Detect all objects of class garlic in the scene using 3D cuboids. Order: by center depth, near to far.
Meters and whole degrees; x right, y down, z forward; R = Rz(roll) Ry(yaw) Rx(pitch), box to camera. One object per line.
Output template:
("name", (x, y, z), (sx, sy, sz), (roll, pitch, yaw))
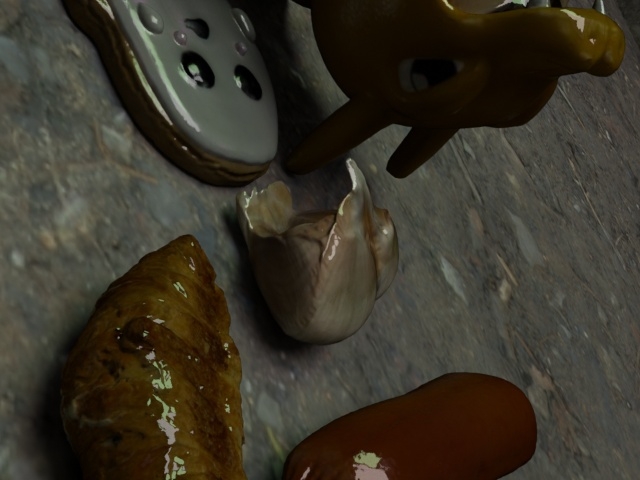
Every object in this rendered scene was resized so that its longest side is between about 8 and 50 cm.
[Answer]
("garlic", (0.010, 0.007, 0.730), (0.174, 0.099, 0.124), (-22, 96, -62))

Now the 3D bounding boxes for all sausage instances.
("sausage", (0.075, 0.150, 0.698), (0.300, 0.083, 0.089), (-7, 80, -59))

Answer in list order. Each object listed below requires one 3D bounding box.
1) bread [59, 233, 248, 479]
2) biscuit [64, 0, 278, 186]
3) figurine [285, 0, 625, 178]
("bread", (-0.086, 0.091, 0.506), (0.105, 0.076, 0.233), (49, 20, -42))
("biscuit", (-0.097, -0.140, 0.752), (0.208, 0.049, 0.181), (60, 29, 6))
("figurine", (0.064, -0.267, 0.841), (0.268, 0.401, 0.387), (-12, 82, -16))
